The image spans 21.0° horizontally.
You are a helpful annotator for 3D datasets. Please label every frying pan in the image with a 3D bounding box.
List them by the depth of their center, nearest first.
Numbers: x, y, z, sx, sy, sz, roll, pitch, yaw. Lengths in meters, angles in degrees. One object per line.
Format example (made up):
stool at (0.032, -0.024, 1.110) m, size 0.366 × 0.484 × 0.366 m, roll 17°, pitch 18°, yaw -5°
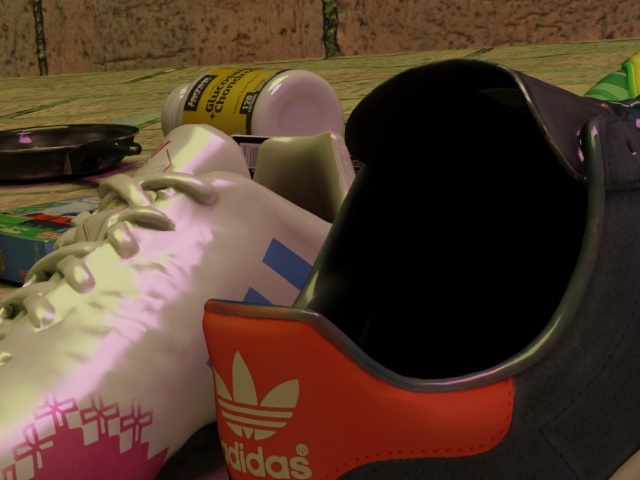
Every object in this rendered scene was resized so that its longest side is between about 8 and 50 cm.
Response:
frying pan at (-0.234, -0.090, 1.733) m, size 0.326 × 0.053 × 0.197 m, roll 6°, pitch 14°, yaw 39°

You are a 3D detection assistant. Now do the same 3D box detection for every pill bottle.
pill bottle at (-0.070, -0.110, 1.615) m, size 0.103 × 0.103 × 0.184 m, roll -12°, pitch 12°, yaw -37°

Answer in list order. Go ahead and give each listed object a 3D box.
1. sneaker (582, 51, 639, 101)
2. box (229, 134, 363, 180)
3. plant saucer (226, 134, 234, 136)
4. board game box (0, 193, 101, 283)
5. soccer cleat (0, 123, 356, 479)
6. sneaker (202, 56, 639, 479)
sneaker at (0.204, -0.043, 1.185) m, size 0.123 × 0.109 × 0.295 m, roll -34°, pitch 6°, yaw 20°
box at (0.036, -0.050, 1.203) m, size 0.206 × 0.036 × 0.114 m, roll 3°, pitch 1°, yaw -6°
plant saucer at (-0.013, -0.054, 1.358) m, size 0.198 × 0.036 × 0.198 m, roll 8°, pitch -1°, yaw 0°
board game box at (-0.146, -0.008, 1.256) m, size 0.211 × 0.039 × 0.160 m, roll -11°, pitch 12°, yaw -37°
soccer cleat at (-0.084, 0.031, 0.704) m, size 0.116 × 0.143 × 0.331 m, roll 1°, pitch 12°, yaw 31°
sneaker at (0.093, -0.014, 0.573) m, size 0.131 × 0.148 × 0.350 m, roll 1°, pitch 32°, yaw 41°
